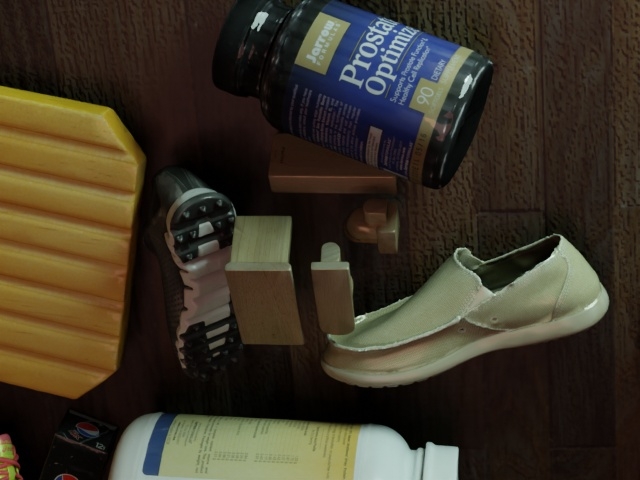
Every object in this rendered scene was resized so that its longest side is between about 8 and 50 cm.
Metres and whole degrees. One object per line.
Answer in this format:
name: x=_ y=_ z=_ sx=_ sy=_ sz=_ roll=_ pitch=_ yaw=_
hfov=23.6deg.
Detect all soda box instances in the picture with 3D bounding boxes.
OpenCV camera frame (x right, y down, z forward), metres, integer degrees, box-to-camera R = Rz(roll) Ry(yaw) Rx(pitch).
soda box: x=-0.258 y=0.258 z=1.548 sx=0.060 sy=0.053 sz=0.169 roll=21 pitch=114 yaw=-3

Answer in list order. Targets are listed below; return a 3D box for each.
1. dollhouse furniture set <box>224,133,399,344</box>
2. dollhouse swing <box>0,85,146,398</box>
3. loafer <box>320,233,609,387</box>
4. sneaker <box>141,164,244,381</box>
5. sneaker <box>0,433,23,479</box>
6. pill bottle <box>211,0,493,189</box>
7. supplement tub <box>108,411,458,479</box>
dollhouse furniture set: x=0.000 y=0.000 z=1.388 sx=0.144 sy=0.151 sz=0.123 roll=1 pitch=145 yaw=6
dollhouse swing: x=-0.370 y=0.023 z=1.348 sx=0.305 sy=0.315 sz=0.346 roll=19 pitch=115 yaw=21
loafer: x=0.124 y=0.058 z=1.399 sx=0.268 sy=0.102 sz=0.092 roll=-16 pitch=108 yaw=4
sneaker: x=-0.118 y=0.025 z=1.423 sx=0.078 sy=0.106 sz=0.234 roll=-20 pitch=134 yaw=-19
sneaker: x=-0.325 y=0.239 z=1.505 sx=0.208 sy=0.081 sz=0.094 roll=39 pitch=99 yaw=21
pill bottle: x=0.025 y=-0.135 z=1.301 sx=0.219 sy=0.123 sz=0.123 roll=22 pitch=114 yaw=11
supplement tub: x=-0.031 y=0.281 z=1.436 sx=0.316 sy=0.228 sz=0.228 roll=3 pitch=113 yaw=6
